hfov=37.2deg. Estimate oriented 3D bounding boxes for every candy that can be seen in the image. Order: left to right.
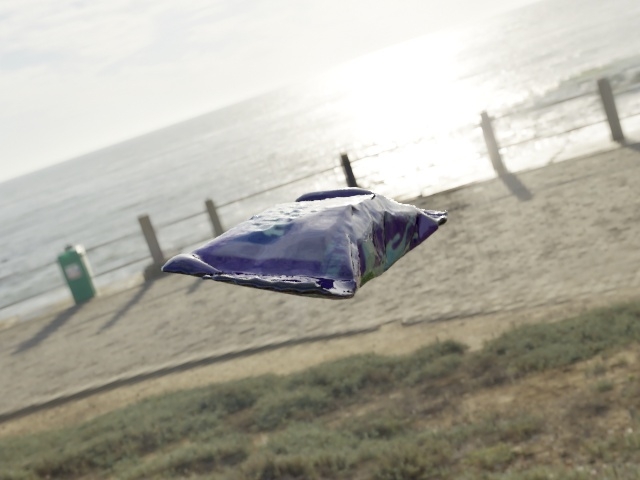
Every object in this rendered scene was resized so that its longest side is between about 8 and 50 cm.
[{"bbox_3d":[0.000,0.000,0.763,0.145,0.070,0.275,5,16,22],"label":"candy"}]
